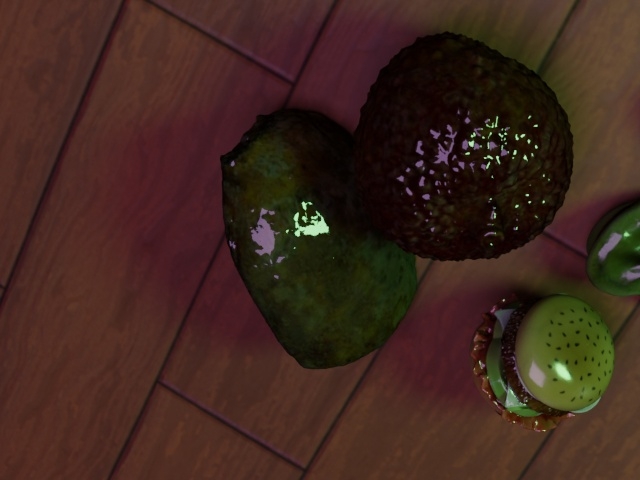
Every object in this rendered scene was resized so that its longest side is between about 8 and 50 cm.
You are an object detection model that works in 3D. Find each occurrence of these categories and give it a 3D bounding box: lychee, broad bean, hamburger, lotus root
[{"bbox_3d":[0.159,-0.103,1.705,0.261,0.260,0.260,8,115,17],"label":"lychee"},{"bbox_3d":[0.417,0.020,1.766,0.207,0.072,0.153,9,118,3],"label":"broad bean"},{"bbox_3d":[0.276,0.141,1.797,0.175,0.175,0.137,54,145,-8],"label":"hamburger"},{"bbox_3d":[0.005,-0.002,1.845,0.142,0.210,0.314,-6,124,34],"label":"lotus root"}]
